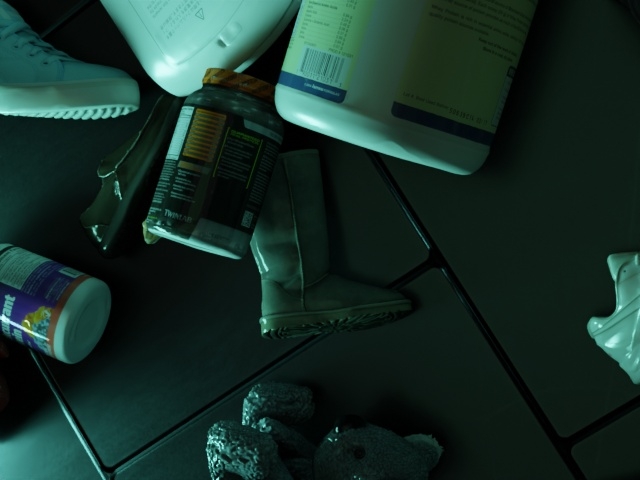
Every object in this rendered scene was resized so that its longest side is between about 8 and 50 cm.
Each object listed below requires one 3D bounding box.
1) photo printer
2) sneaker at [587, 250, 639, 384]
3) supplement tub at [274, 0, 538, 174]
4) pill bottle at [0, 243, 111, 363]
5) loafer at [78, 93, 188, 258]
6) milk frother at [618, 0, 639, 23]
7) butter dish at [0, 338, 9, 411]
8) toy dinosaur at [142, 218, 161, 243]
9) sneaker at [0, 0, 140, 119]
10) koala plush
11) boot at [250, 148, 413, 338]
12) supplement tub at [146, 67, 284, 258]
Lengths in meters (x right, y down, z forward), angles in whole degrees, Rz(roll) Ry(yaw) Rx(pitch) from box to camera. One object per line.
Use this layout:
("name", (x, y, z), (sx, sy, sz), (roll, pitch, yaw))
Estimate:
("photo printer", (-0.152, -0.335, 1.408), (0.256, 0.107, 0.307), (-40, 79, 36))
("sneaker", (0.361, 0.032, 1.305), (0.115, 0.090, 0.232), (38, 101, 16))
("supplement tub", (0.104, -0.252, 1.297), (0.235, 0.235, 0.325), (19, 97, 16))
("pill bottle", (-0.361, 0.067, 1.513), (0.193, 0.108, 0.108), (20, 97, 16))
("loafer", (-0.226, -0.085, 1.482), (0.078, 0.080, 0.220), (33, 100, 13))
("milk frother", (0.371, -0.274, 1.267), (0.129, 0.135, 0.143), (39, 107, -19))
("butter dish", (-0.435, 0.163, 1.533), (0.118, 0.160, 0.160), (-42, 80, -9))
("toy dinosaur", (-0.122, -0.070, 1.451), (0.064, 0.112, 0.211), (1, 50, 46))
("sneaker", (-0.386, -0.226, 1.500), (0.366, 0.135, 0.150), (7, 96, 16))
("koala plush", (0.019, 0.264, 1.372), (0.221, 0.196, 0.203), (-8, 101, 17))
("boot", (0.001, -0.001, 1.424), (0.190, 0.076, 0.208), (-4, 71, -8))
("supplement tub", (-0.109, -0.084, 1.363), (0.117, 0.117, 0.190), (17, 86, 16))
